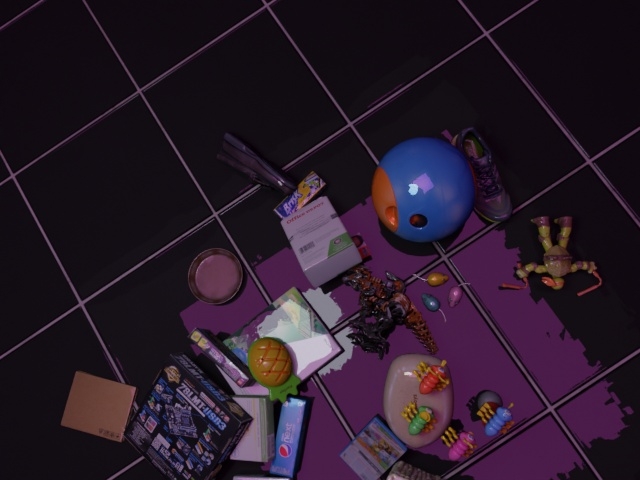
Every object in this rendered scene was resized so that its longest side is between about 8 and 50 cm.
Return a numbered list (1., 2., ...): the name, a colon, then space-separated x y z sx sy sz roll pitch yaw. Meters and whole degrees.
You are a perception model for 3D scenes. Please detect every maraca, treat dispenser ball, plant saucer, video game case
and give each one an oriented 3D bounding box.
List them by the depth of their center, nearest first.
1. video game case: 0.141 0.575 1.740 0.119 0.015 0.166 44 112 14
2. treat dispenser ball: 0.283 -0.138 1.750 0.287 0.288 0.289 -1 79 8
3. maraca: -0.128 0.352 1.754 0.127 0.099 0.186 -28 85 -30
4. plant saucer: -0.313 0.108 1.920 0.168 0.029 0.169 -1 80 7

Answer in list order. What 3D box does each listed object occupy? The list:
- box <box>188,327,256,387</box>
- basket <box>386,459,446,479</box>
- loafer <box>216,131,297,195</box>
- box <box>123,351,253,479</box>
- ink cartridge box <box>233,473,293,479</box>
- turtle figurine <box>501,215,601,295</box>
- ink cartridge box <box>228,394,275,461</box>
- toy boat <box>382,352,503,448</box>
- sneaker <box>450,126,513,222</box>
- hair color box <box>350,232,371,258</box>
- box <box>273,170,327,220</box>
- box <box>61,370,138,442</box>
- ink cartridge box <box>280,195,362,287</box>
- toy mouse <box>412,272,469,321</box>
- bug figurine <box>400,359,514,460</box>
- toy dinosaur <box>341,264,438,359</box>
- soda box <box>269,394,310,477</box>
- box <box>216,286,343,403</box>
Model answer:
1. box: -0.267 0.325 1.774 0.207 0.114 0.036 40 88 13
2. basket: 0.245 0.750 1.568 0.266 0.331 0.329 21 82 13
3. loafer: -0.197 -0.213 1.933 0.302 0.109 0.095 40 104 24
4. box: -0.372 0.514 1.771 0.295 0.073 0.293 36 101 22
5. ink cartridge box: -0.159 0.816 1.747 0.165 0.065 0.333 -1 78 8
6. turtle figurine: 0.636 0.044 1.769 0.269 0.087 0.218 -3 79 8
7. ink cartridge box: -0.239 0.516 1.775 0.234 0.056 0.171 -5 85 24
8. toy boat: 0.327 0.435 1.715 0.317 0.148 0.268 8 104 12
9. sneaker: 0.457 -0.189 1.821 0.111 0.121 0.300 -26 77 3
10. hair color box: 0.067 0.040 1.856 0.141 0.043 0.072 -27 37 1
11. box: -0.059 -0.124 1.916 0.169 0.054 0.059 -45 77 -3
12. box: -0.655 0.491 1.899 0.201 0.021 0.165 12 81 10
13. ink cartridge box: 0.000 0.000 1.819 0.160 0.093 0.219 -29 46 2
14. toy mouse: 0.347 0.160 1.816 0.160 0.031 0.143 -3 79 7
15. bug figurine: 0.334 0.436 1.597 0.278 0.072 0.216 31 107 5
16. toy dinosaur: 0.184 0.198 1.777 0.321 0.164 0.218 28 64 37
17. soda box: -0.083 0.543 1.783 0.067 0.071 0.210 9 81 12
18. box: -0.129 0.320 1.839 0.322 0.058 0.232 -38 77 -1
